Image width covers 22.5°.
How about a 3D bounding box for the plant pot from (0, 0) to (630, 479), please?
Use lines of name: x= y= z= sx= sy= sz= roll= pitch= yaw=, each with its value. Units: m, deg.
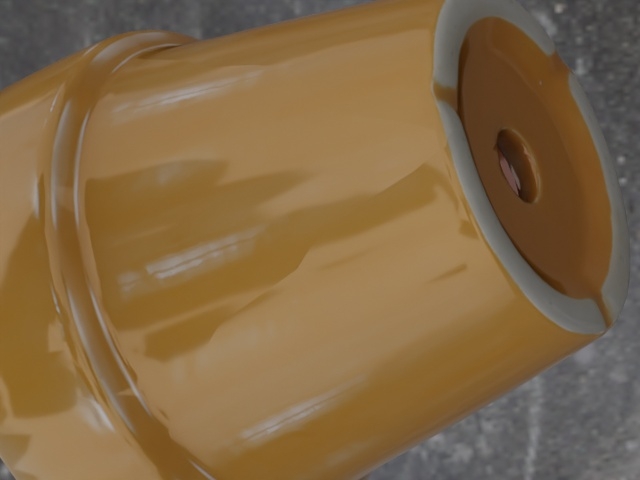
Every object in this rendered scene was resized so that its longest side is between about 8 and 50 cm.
plant pot: x=0.000 y=0.000 z=0.587 sx=0.188 sy=0.205 sz=0.205 roll=-22 pitch=76 yaw=31
